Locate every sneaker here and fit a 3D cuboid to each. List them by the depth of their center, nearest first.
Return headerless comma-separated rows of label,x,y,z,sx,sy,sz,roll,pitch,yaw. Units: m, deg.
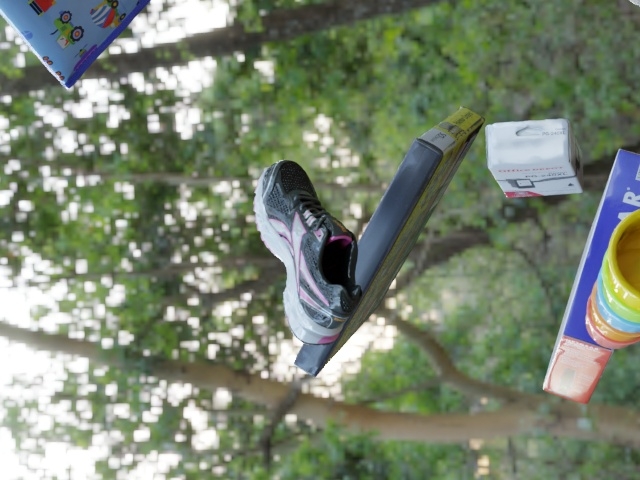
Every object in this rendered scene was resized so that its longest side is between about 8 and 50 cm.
sneaker,0.000,0.000,1.174,0.072,0.077,0.178,0,-121,-38

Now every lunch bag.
lunch bag,-0.285,-0.375,1.622,0.138,0.293,0.221,46,174,39

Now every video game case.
video game case,0.078,-0.006,1.413,0.275,0.035,0.248,-61,-8,20

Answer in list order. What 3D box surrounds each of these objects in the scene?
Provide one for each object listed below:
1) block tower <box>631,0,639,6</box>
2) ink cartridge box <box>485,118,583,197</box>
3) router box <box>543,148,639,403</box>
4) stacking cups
block tower,0.397,-0.237,1.260,0.335,0.097,0.091,47,141,33
ink cartridge box,0.287,-0.108,1.743,0.150,0.109,0.063,36,-127,-68
router box,0.461,0.067,2.141,0.301,0.082,0.335,81,-152,-68
stacking cups,0.316,0.059,1.323,0.316,0.096,0.096,78,-166,-72
